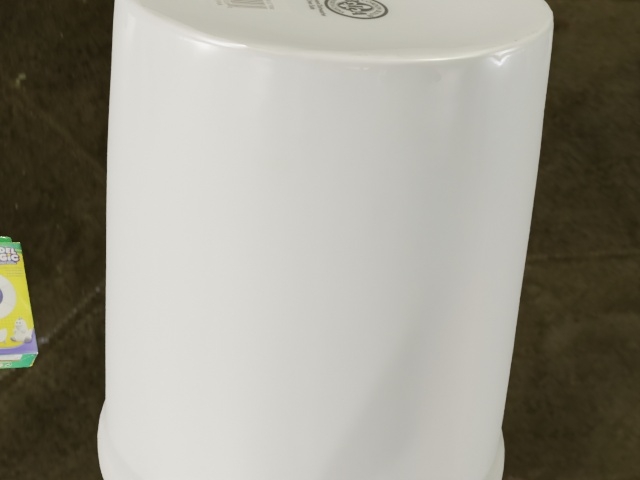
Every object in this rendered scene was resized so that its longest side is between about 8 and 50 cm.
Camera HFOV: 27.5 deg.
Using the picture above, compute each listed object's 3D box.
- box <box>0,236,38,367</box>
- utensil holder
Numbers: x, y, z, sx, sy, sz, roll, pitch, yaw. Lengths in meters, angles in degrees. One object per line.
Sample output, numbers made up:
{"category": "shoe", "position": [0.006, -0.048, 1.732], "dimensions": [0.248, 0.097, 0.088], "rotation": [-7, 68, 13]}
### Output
{"category": "box", "position": [-0.408, 0.068, 1.590], "dimensions": [0.105, 0.179, 0.043], "rotation": [-1, 148, -28]}
{"category": "utensil holder", "position": [0.000, 0.000, 0.980], "dimensions": [0.327, 0.327, 0.385], "rotation": [-1, 116, -14]}
